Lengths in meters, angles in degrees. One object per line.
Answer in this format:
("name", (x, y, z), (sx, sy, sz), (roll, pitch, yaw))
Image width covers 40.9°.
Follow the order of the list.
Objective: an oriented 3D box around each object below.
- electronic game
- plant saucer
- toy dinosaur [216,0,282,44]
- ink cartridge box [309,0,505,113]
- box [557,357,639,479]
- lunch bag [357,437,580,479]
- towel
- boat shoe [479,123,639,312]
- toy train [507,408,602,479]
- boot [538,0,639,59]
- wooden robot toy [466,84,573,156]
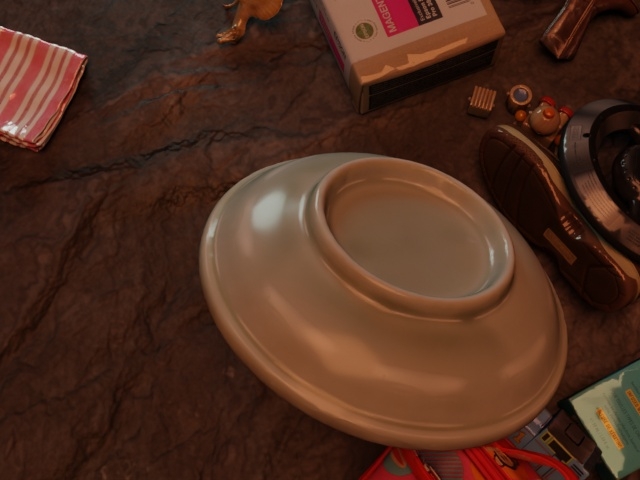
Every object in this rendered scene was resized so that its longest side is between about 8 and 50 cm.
("electronic game", (0.376, -0.067, 0.986), (0.229, 0.048, 0.229), (11, 58, -18))
("plant saucer", (0.081, 0.018, 0.874), (0.400, 0.100, 0.400), (11, 41, -10))
("toy dinosaur", (-0.074, -0.330, 1.091), (0.183, 0.053, 0.092), (-44, 71, 27))
("ink cartridge box", (0.094, -0.305, 1.077), (0.193, 0.088, 0.235), (-21, 76, -5))
("box", (0.398, 0.165, 0.949), (0.244, 0.060, 0.100), (-27, 76, -5))
("lunch bag", (0.155, 0.314, 0.810), (0.258, 0.120, 0.293), (-52, 51, 17))
("towel", (-0.413, -0.207, 1.098), (0.197, 0.029, 0.144), (20, 76, 8))
("boat shoe", (0.289, -0.035, 1.006), (0.095, 0.095, 0.257), (-22, 71, -34))
("toy train", (0.206, 0.204, 0.920), (0.184, 0.080, 0.105), (46, 117, 16))
("boot", (0.339, -0.269, 1.085), (0.106, 0.037, 0.114), (26, 91, -16))
("wooden robot toy", (0.264, -0.150, 1.032), (0.173, 0.079, 0.076), (33, 78, 10))
